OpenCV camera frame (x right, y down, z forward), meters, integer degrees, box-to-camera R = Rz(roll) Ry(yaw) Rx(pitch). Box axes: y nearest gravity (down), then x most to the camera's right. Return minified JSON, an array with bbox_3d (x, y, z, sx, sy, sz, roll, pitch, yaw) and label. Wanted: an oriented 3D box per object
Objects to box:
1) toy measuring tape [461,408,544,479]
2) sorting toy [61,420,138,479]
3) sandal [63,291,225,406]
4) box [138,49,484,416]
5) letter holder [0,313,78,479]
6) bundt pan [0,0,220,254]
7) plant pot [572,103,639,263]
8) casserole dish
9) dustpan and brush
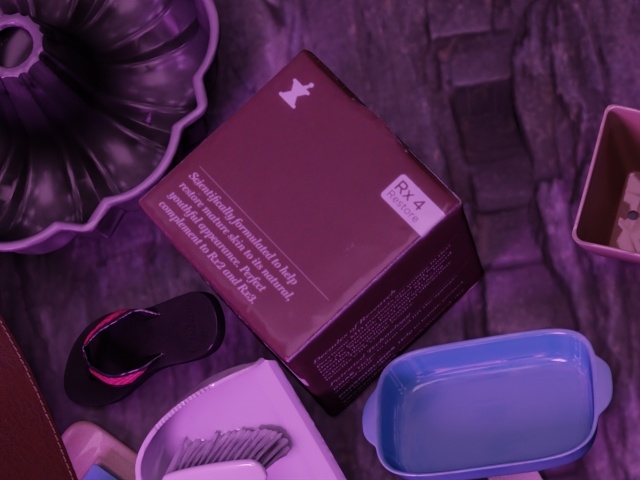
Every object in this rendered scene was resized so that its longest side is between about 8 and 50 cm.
[{"bbox_3d":[0.186,0.262,1.401,0.121,0.121,0.330,-27,72,2],"label":"toy measuring tape"},{"bbox_3d":[-0.161,0.266,1.500,0.208,0.038,0.193,34,83,16],"label":"sorting toy"},{"bbox_3d":[-0.145,0.080,1.503,0.179,0.040,0.067,-25,74,41],"label":"sandal"},{"bbox_3d":[0.000,0.000,1.459,0.167,0.203,0.168,-43,71,-3],"label":"box"},{"bbox_3d":[-0.322,0.170,1.489,0.214,0.152,0.302,-12,59,-33],"label":"letter holder"},{"bbox_3d":[-0.227,-0.134,1.577,0.331,0.124,0.330,-3,74,10],"label":"bundt pan"},{"bbox_3d":[0.254,-0.026,1.477,0.109,0.096,0.109,14,77,12],"label":"plant pot"},{"bbox_3d":[0.126,0.127,1.462,0.188,0.037,0.114,-10,51,16],"label":"casserole dish"},{"bbox_3d":[-0.102,0.177,1.459,0.211,0.147,0.060,-15,31,25],"label":"dustpan and brush"}]
